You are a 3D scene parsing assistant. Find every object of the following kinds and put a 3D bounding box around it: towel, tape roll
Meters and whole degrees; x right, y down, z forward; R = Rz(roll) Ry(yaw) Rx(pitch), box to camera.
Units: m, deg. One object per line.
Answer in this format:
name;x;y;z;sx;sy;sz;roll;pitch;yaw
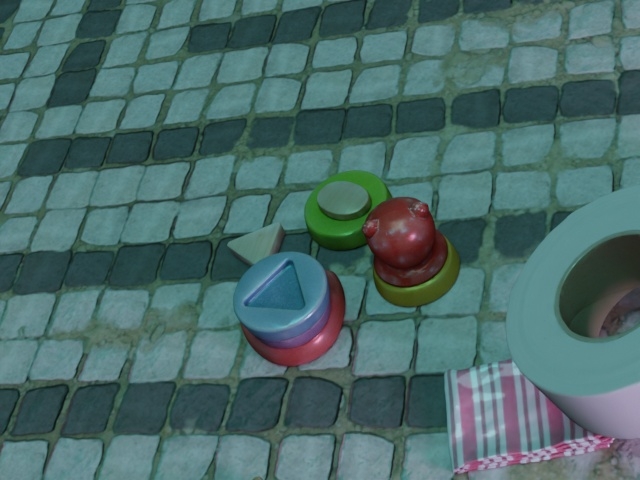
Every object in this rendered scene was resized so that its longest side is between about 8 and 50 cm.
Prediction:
towel;0.245;0.197;1.456;0.197;0.029;0.144;-13;47;13
tape roll;0.352;0.077;1.365;0.286;0.100;0.286;-29;37;25

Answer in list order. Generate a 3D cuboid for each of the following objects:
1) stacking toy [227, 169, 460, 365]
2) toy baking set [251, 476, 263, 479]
stacking toy;0.000;0.000;1.660;0.309;0.130;0.279;-29;47;-2
toy baking set;-0.082;0.399;1.431;0.197;0.030;0.256;-45;49;-12
